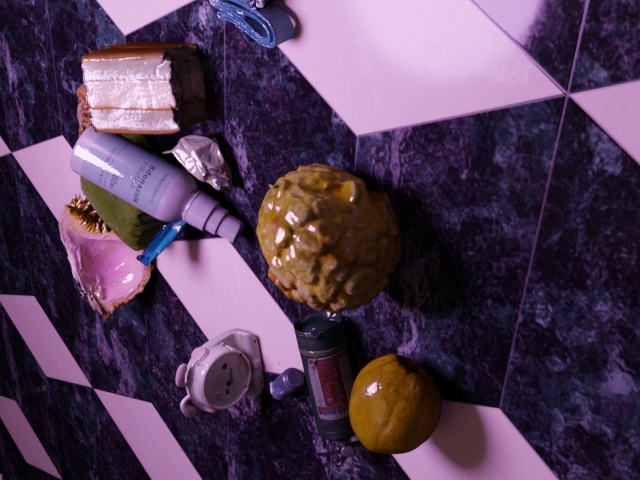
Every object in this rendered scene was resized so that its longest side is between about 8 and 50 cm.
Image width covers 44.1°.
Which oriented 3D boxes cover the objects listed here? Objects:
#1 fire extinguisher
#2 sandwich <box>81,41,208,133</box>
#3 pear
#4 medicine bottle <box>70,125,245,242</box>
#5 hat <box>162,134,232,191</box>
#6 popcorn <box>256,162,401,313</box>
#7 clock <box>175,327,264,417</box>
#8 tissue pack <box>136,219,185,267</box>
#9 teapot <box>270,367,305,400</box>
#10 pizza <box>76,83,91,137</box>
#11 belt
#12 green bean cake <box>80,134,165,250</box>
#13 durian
[{"bbox_3d":[0.027,0.281,1.428,0.093,0.118,0.295,-121,18,-75],"label":"fire extinguisher"},{"bbox_3d":[-0.311,-0.298,1.515,0.198,0.227,0.155,1,112,11],"label":"sandwich"},{"bbox_3d":[0.121,0.262,1.271,0.148,0.148,0.162,36,123,32],"label":"pear"},{"bbox_3d":[-0.309,-0.099,1.535,0.351,0.110,0.110,29,134,4],"label":"medicine bottle"},{"bbox_3d":[-0.230,-0.155,1.530,0.122,0.081,0.166,37,169,-27],"label":"hat"},{"bbox_3d":[0.000,0.000,1.237,0.237,0.206,0.251,53,154,-6],"label":"popcorn"},{"bbox_3d":[-0.207,0.278,1.614,0.062,0.191,0.152,15,120,45],"label":"clock"},{"bbox_3d":[-0.328,-0.005,1.648,0.028,0.138,0.085,44,169,-25],"label":"tissue pack"},{"bbox_3d":[-0.059,0.286,1.572,0.083,0.063,0.049,134,139,-52],"label":"teapot"},{"bbox_3d":[-0.523,-0.252,1.808,0.147,0.069,0.226,48,138,18],"label":"pizza"},{"bbox_3d":[-0.114,-0.383,1.276,0.179,0.065,0.100,34,142,33],"label":"belt"},{"bbox_3d":[-0.413,-0.115,1.710,0.248,0.124,0.222,55,142,17],"label":"green bean cake"},{"bbox_3d":[-0.511,0.002,1.861,0.305,0.185,0.196,66,175,-28],"label":"durian"}]
